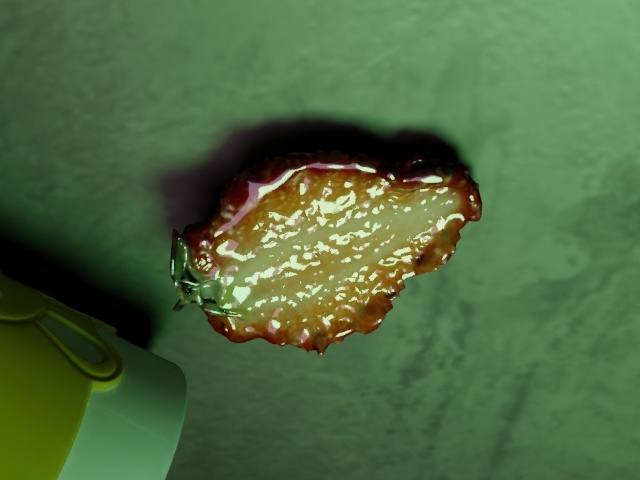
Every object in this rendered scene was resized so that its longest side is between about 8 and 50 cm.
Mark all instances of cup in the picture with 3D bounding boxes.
[{"bbox_3d":[-0.190,0.093,0.673,0.226,0.241,0.185,35,93,-17],"label":"cup"}]

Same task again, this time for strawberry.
[{"bbox_3d":[0.000,-0.001,0.688,0.152,0.048,0.104,-19,124,3],"label":"strawberry"}]
